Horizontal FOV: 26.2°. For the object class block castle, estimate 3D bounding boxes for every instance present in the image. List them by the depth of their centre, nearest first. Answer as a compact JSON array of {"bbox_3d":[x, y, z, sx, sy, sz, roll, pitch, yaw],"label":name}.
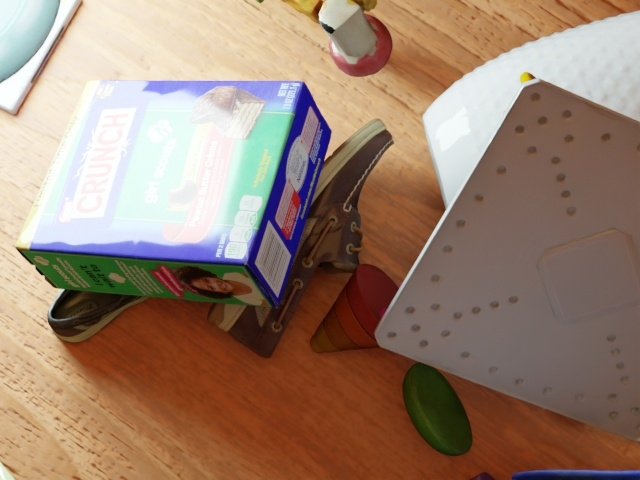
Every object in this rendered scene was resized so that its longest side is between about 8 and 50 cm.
[{"bbox_3d":[-0.043,-0.455,1.841,0.453,0.213,0.303,34,90,15],"label":"block castle"}]

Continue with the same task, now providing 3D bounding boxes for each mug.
[{"bbox_3d":[0.318,-0.074,1.722,0.328,0.276,0.374,-15,95,4],"label":"mug"}]

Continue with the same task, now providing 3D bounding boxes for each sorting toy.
[{"bbox_3d":[0.096,0.215,1.741,0.126,0.127,0.365,-32,79,23],"label":"sorting toy"}]

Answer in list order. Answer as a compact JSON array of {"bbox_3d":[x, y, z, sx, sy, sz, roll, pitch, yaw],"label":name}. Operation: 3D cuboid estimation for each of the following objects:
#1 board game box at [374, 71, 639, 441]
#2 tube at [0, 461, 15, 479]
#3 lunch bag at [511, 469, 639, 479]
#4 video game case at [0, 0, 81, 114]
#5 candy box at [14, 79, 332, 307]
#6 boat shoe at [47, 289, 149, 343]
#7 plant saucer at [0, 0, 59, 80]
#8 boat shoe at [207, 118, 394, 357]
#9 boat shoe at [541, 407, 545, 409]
[{"bbox_3d":[0.317,0.031,1.623,0.390,0.050,0.390,21,120,-14],"label":"board game box"},{"bbox_3d":[-0.356,0.374,1.713,0.240,0.062,0.070,38,36,14],"label":"tube"},{"bbox_3d":[0.278,0.373,1.506,0.385,0.328,0.239,-5,82,-29],"label":"lunch bag"},{"bbox_3d":[-0.467,-0.301,1.894,0.212,0.023,0.193,26,77,7],"label":"video game case"},{"bbox_3d":[-0.178,-0.065,1.703,0.317,0.122,0.268,2,59,24],"label":"candy box"},{"bbox_3d":[-0.259,0.047,1.780,0.223,0.073,0.080,-39,79,-8],"label":"boat shoe"},{"bbox_3d":[-0.515,-0.351,1.873,0.318,0.044,0.317,0,76,0],"label":"plant saucer"},{"bbox_3d":[0.000,0.000,1.776,0.123,0.123,0.342,38,81,-2],"label":"boat shoe"},{"bbox_3d":[0.315,0.179,1.769,0.100,0.035,0.035,-41,107,-13],"label":"boat shoe"}]
